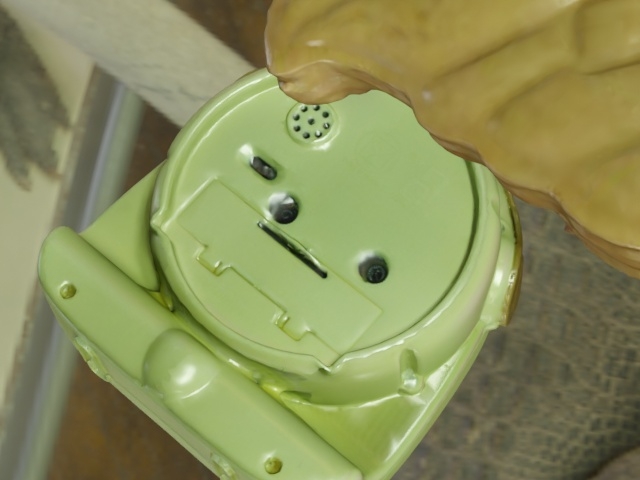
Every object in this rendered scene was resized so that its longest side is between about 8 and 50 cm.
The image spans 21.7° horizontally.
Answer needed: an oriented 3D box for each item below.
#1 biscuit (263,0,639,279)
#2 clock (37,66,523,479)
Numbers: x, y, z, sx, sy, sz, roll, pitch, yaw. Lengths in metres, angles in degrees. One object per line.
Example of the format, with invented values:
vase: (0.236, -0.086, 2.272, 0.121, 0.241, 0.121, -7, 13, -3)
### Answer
biscuit: (0.050, -0.096, 0.404, 0.162, 0.035, 0.250, -28, 58, 6)
clock: (0.000, 0.000, 1.193, 0.286, 0.117, 0.348, 38, 75, 17)
